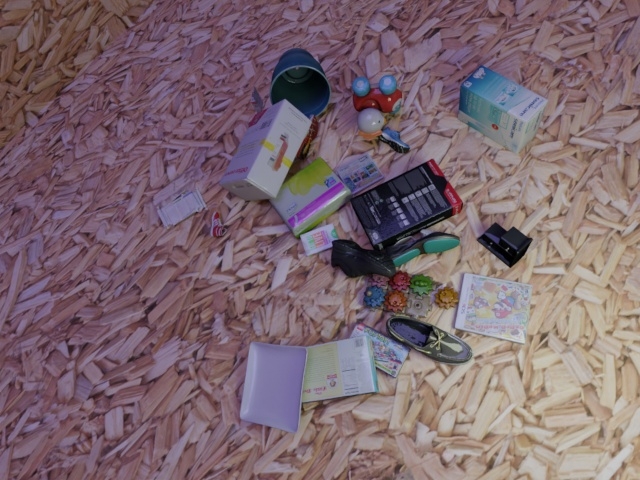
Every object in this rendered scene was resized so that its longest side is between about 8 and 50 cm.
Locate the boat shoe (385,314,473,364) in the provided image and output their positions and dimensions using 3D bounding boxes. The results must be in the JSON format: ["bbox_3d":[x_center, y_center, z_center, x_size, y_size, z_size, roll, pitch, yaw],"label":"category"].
[{"bbox_3d":[0.367,0.338,1.431,0.305,0.091,0.109,18,73,21],"label":"boat shoe"}]

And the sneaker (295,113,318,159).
[{"bbox_3d":[-0.081,-0.477,1.896,0.093,0.088,0.225,19,74,23],"label":"sneaker"}]

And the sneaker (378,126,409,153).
[{"bbox_3d":[0.320,-0.435,1.782,0.073,0.063,0.162,-43,64,-8],"label":"sneaker"}]

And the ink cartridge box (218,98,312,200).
[{"bbox_3d":[-0.239,-0.371,1.791,0.279,0.160,0.384,2,64,54],"label":"ink cartridge box"}]

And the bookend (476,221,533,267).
[{"bbox_3d":[0.637,-0.002,1.462,0.072,0.157,0.156,-42,64,-4],"label":"bookend"}]

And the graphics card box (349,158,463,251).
[{"bbox_3d":[0.328,-0.136,1.638,0.371,0.094,0.232,-26,64,2],"label":"graphics card box"}]

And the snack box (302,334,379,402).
[{"bbox_3d":[0.032,0.455,1.464,0.322,0.060,0.187,-16,64,20],"label":"snack box"}]

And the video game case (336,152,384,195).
[{"bbox_3d":[0.168,-0.282,1.784,0.157,0.019,0.143,-29,64,1],"label":"video game case"}]

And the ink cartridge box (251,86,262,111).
[{"bbox_3d":[-0.314,-0.683,2.029,0.029,0.115,0.062,-2,68,14],"label":"ink cartridge box"}]

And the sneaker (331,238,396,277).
[{"bbox_3d":[0.156,0.089,1.577,0.286,0.109,0.130,24,110,39],"label":"sneaker"}]

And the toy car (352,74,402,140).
[{"bbox_3d":[0.236,-0.533,1.776,0.211,0.219,0.237,2,83,16],"label":"toy car"}]

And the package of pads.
[{"bbox_3d":[-0.050,-0.185,1.758,0.297,0.101,0.229,-37,64,-2],"label":"package of pads"}]

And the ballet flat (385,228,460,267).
[{"bbox_3d":[0.371,0.012,1.569,0.281,0.095,0.096,-18,53,8],"label":"ballet flat"}]

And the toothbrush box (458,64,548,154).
[{"bbox_3d":[0.692,-0.503,1.623,0.126,0.216,0.295,-46,65,-5],"label":"toothbrush box"}]

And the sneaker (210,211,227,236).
[{"bbox_3d":[-0.446,-0.072,1.853,0.067,0.042,0.118,-2,75,19],"label":"sneaker"}]

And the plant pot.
[{"bbox_3d":[-0.101,-0.738,1.925,0.272,0.271,0.255,-15,51,9],"label":"plant pot"}]

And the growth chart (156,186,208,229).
[{"bbox_3d":[-0.650,-0.156,1.956,0.237,0.021,0.171,-27,63,3],"label":"growth chart"}]

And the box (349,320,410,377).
[{"bbox_3d":[0.200,0.385,1.488,0.207,0.036,0.114,25,76,23],"label":"box"}]

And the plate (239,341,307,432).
[{"bbox_3d":[-0.159,0.509,1.487,0.278,0.045,0.277,-5,70,36],"label":"plate"}]

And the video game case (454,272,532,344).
[{"bbox_3d":[0.597,0.230,1.449,0.227,0.026,0.206,10,71,19],"label":"video game case"}]

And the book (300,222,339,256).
[{"bbox_3d":[0.000,0.000,1.709,0.144,0.035,0.096,-21,68,5],"label":"book"}]

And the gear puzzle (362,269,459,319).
[{"bbox_3d":[0.324,0.193,1.519,0.339,0.044,0.175,8,66,19],"label":"gear puzzle"}]
